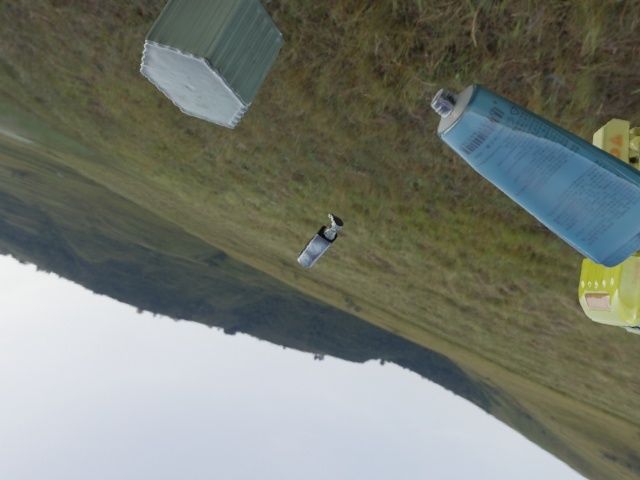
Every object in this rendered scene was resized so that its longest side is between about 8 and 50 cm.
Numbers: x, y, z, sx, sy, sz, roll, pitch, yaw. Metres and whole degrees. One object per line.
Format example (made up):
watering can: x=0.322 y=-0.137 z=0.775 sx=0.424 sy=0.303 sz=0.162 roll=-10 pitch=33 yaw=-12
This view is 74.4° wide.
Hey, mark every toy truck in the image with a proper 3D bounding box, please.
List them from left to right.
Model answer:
toy truck: x=0.399 y=-0.019 z=0.511 sx=0.157 sy=0.272 sz=0.124 roll=10 pitch=175 yaw=7

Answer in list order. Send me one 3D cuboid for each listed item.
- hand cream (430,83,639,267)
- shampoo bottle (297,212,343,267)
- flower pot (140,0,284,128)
hand cream: x=0.190 y=-0.060 z=0.354 sx=0.224 sy=0.083 sz=0.048 roll=32 pitch=-154 yaw=-7
shampoo bottle: x=0.000 y=0.001 z=1.220 sx=0.063 sy=0.057 sz=0.207 roll=35 pitch=134 yaw=-6
flower pot: x=-0.209 y=-0.365 z=0.826 sx=0.209 sy=0.189 sz=0.239 roll=10 pitch=157 yaw=35
